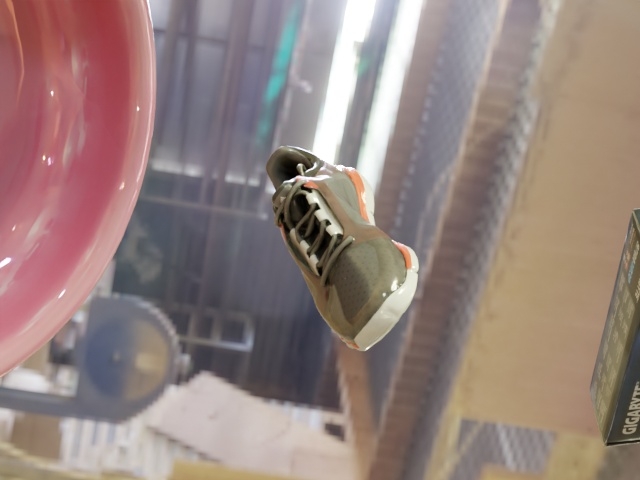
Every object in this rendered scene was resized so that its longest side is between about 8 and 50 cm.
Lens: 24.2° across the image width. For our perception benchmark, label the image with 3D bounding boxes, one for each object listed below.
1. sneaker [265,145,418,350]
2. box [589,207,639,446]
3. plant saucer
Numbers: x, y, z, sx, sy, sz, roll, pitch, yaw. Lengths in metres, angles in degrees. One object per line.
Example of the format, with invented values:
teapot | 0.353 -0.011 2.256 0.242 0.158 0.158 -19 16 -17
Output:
sneaker | 0.000 0.000 0.782 0.061 0.065 0.158 -50 -151 13
box | 0.278 0.052 0.974 0.220 0.175 0.051 89 -6 -54
plant saucer | -0.231 -0.073 0.804 0.332 0.084 0.332 -19 115 -48
